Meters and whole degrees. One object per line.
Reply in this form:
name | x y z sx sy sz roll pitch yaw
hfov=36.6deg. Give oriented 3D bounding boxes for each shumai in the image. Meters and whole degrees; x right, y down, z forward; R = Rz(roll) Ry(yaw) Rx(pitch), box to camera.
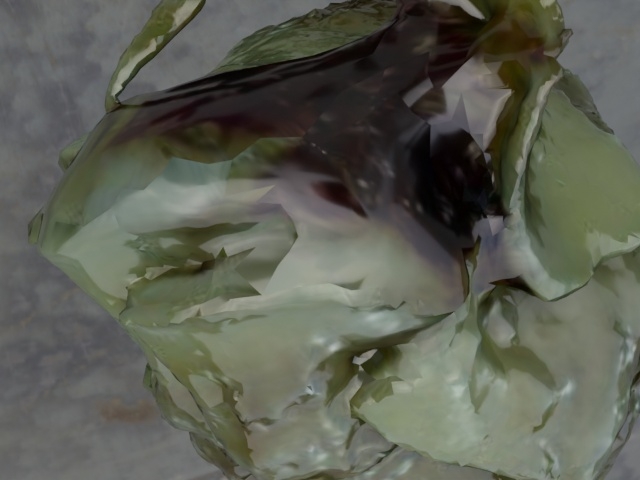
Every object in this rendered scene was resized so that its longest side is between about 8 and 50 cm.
shumai | 0.000 0.000 0.549 0.395 0.395 0.348 -43 153 11
